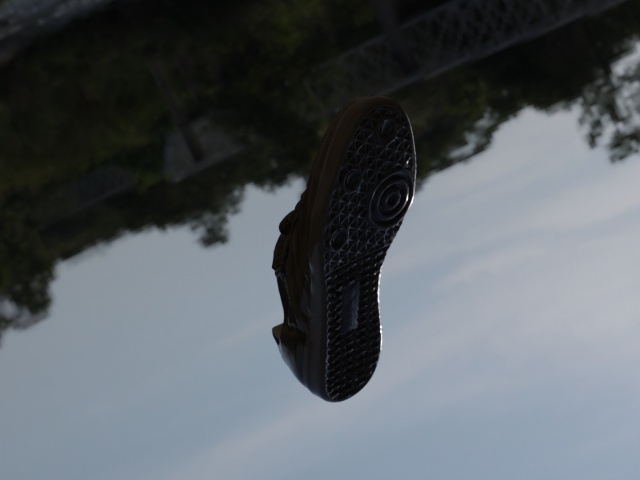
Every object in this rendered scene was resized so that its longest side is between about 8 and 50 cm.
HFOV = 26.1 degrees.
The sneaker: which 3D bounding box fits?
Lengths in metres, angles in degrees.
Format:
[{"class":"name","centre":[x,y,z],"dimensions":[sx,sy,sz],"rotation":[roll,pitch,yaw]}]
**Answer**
[{"class":"sneaker","centre":[0.000,0.000,0.766],"dimensions":[0.066,0.188,0.071],"rotation":[-15,-144,-38]}]
